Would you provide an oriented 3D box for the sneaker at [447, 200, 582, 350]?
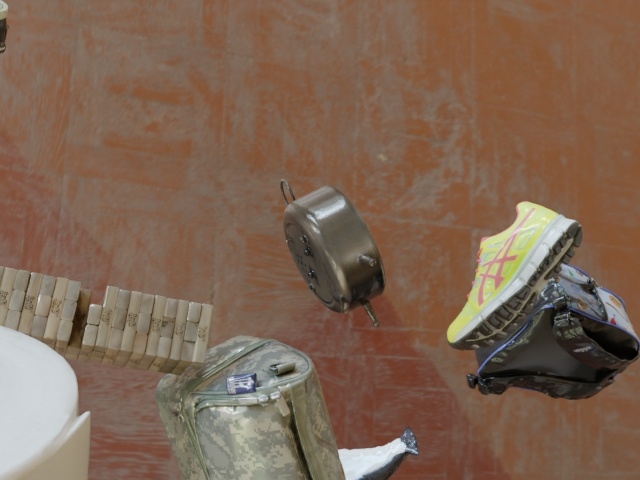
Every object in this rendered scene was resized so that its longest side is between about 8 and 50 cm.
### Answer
[{"bbox_3d":[0.218,0.042,1.076,0.208,0.094,0.081,-50,145,5],"label":"sneaker"}]

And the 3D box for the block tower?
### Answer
[{"bbox_3d":[-0.327,0.113,1.237,0.335,0.097,0.091,12,66,-15],"label":"block tower"}]

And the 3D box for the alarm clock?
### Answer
[{"bbox_3d":[0.000,0.000,0.938,0.064,0.129,0.192,-25,50,-14],"label":"alarm clock"}]

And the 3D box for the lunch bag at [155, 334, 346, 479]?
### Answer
[{"bbox_3d":[-0.079,0.304,1.327,0.212,0.256,0.305,-26,107,-36],"label":"lunch bag"}]

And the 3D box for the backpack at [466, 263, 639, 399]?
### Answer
[{"bbox_3d":[0.435,0.172,1.632,0.263,0.276,0.213,24,44,-19],"label":"backpack"}]

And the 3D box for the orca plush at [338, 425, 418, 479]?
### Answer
[{"bbox_3d":[0.062,0.453,1.756,0.287,0.102,0.151,-32,52,-3],"label":"orca plush"}]

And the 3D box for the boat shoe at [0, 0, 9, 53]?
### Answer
[{"bbox_3d":[-0.517,-0.262,1.149,0.233,0.079,0.084,-18,51,-38],"label":"boat shoe"}]

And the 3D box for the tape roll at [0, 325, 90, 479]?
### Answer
[{"bbox_3d":[-0.253,0.116,0.402,0.286,0.286,0.100,0,102,-25],"label":"tape roll"}]
